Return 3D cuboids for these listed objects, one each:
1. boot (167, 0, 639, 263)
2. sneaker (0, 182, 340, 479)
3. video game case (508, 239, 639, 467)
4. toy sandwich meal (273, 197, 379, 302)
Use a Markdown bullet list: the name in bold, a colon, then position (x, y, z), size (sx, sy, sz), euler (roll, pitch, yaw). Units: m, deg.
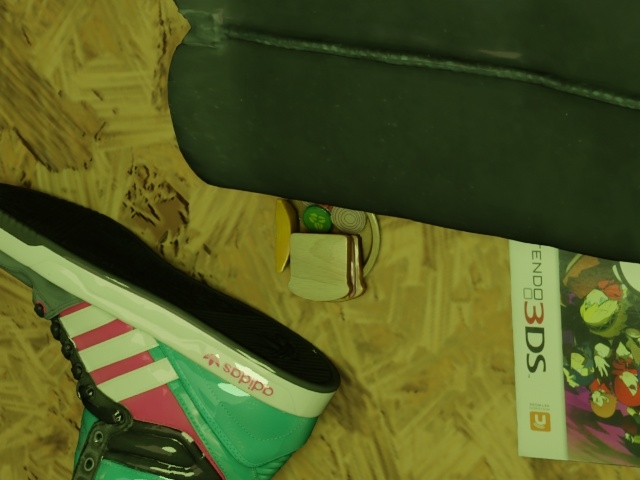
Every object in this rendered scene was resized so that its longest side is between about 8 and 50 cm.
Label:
- **boot**: position (0.115, -0.010, 0.805), size (0.445, 0.146, 0.367), euler (13, 105, 22)
- **sneaker**: position (-0.148, 0.095, 1.032), size (0.295, 0.124, 0.178), euler (31, 105, 15)
- **video game case**: position (0.224, 0.033, 0.870), size (0.232, 0.042, 0.210), euler (2, 104, 26)
- **toy sandwich meal**: position (0.000, 0.000, 0.980), size (0.085, 0.029, 0.086), euler (7, 106, 25)
